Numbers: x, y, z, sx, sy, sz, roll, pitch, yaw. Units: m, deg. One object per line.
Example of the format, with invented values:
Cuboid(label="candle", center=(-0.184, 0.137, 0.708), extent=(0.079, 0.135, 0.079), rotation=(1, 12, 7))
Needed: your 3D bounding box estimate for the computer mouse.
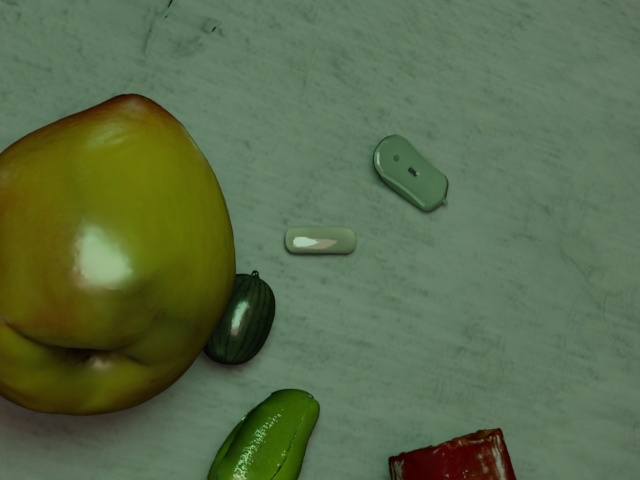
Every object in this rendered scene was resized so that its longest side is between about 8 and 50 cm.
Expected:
Cuboid(label="computer mouse", center=(0.106, -0.076, 1.475), extent=(0.110, 0.032, 0.056), rotation=(40, 75, -10))

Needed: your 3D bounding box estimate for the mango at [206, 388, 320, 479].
Cuboid(label="mango", center=(-0.059, 0.232, 1.359), extent=(0.091, 0.074, 0.165), rotation=(37, 62, 6))

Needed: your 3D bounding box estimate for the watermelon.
Cuboid(label="watermelon", center=(-0.091, 0.085, 1.383), extent=(0.078, 0.078, 0.110), rotation=(25, 73, -4))

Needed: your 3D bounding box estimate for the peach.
Cuboid(label="peach", center=(-0.227, 0.015, 1.278), extent=(0.289, 0.289, 0.308), rotation=(3, 48, -9))

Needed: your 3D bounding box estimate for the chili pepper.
Cuboid(label="chili pepper", center=(0.172, 0.378, 1.335), extent=(0.135, 0.131, 0.338), rotation=(-6, 74, -37))

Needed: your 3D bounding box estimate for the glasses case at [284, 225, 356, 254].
Cuboid(label="glasses case", center=(0.000, 0.000, 1.444), extent=(0.083, 0.021, 0.032), rotation=(0, 78, -10))
